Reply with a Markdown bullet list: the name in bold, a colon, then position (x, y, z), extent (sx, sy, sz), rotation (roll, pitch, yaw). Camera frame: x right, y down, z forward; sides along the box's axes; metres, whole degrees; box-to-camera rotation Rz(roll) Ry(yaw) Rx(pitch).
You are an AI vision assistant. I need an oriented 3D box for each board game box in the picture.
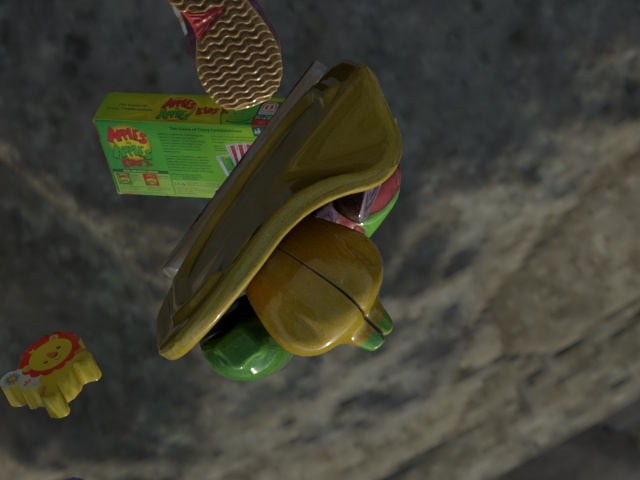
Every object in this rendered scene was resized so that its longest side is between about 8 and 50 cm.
- **board game box**: position (-0.110, -0.086, 1.832), extent (0.181, 0.043, 0.092), rotation (3, 133, 20)

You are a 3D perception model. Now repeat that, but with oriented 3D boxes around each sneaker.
- **sneaker**: position (-0.080, -0.180, 1.457), extent (0.070, 0.084, 0.185), rotation (-20, 133, 5)

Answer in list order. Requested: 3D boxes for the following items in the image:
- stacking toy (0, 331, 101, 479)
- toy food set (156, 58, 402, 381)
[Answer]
- **stacking toy**: position (-0.171, 0.182, 1.097), extent (0.221, 0.052, 0.167), rotation (-50, 133, -36)
- **toy food set**: position (0.000, 0.000, 0.759), extent (0.071, 0.218, 0.128), rotation (35, 94, -8)
